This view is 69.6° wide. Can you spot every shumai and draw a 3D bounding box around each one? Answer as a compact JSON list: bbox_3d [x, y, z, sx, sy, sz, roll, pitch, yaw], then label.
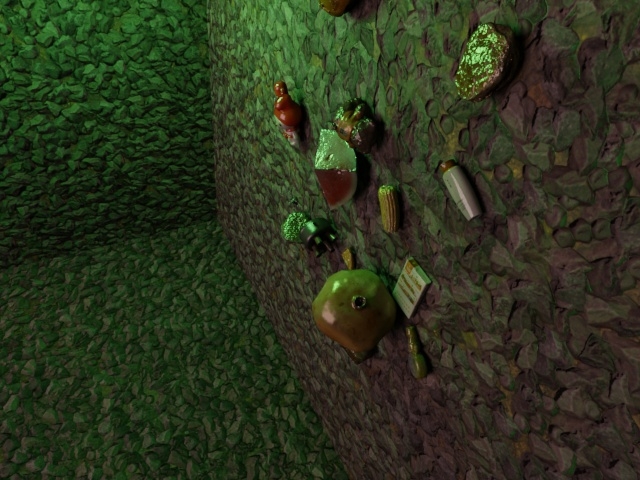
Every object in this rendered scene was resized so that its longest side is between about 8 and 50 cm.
[{"bbox_3d":[-0.117,-0.043,2.392,0.142,0.184,0.184,71,176,-73],"label":"shumai"}]

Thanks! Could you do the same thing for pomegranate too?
[{"bbox_3d":[0.133,0.275,1.811,0.332,0.332,0.332,44,143,48],"label":"pomegranate"}]

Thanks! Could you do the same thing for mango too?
[{"bbox_3d":[0.065,-0.838,1.503,0.248,0.151,0.156,168,118,-72],"label":"mango"}]

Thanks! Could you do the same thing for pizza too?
[{"bbox_3d":[0.123,0.069,2.058,0.108,0.026,0.123,36,139,59],"label":"pizza"}]

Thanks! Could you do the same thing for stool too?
[{"bbox_3d":[0.008,-0.006,2.146,0.139,0.153,0.228,53,-169,33],"label":"stool"}]

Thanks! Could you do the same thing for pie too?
[{"bbox_3d":[0.393,-0.425,1.099,0.193,0.079,0.163,154,104,-68],"label":"pie"}]

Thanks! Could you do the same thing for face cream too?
[{"bbox_3d":[0.395,-0.143,1.297,0.072,0.051,0.182,121,129,-64],"label":"face cream"}]

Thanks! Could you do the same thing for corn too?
[{"bbox_3d":[0.245,-0.111,1.631,0.085,0.063,0.165,19,124,51],"label":"corn"}]

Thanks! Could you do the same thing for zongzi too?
[{"bbox_3d":[0.161,0.371,2.033,0.274,0.145,0.300,56,144,28],"label":"zongzi"}]

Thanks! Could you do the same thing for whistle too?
[{"bbox_3d":[0.361,0.419,1.730,0.104,0.057,0.198,145,116,-81],"label":"whistle"}]

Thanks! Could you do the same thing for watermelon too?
[{"bbox_3d":[0.066,-0.270,1.812,0.256,0.176,0.260,59,175,47],"label":"watermelon"}]

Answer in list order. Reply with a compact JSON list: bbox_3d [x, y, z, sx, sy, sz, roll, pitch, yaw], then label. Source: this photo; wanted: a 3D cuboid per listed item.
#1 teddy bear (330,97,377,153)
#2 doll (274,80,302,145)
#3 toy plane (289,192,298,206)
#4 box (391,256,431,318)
[{"bbox_3d":[0.129,-0.396,1.635,0.190,0.140,0.177,43,139,36],"label":"teddy bear"},{"bbox_3d":[-0.151,-0.584,2.121,0.161,0.130,0.290,-114,7,-50],"label":"doll"},{"bbox_3d":[-0.149,-0.211,2.469,0.080,0.033,0.083,58,156,0],"label":"toy plane"},{"bbox_3d":[0.326,0.175,1.671,0.122,0.032,0.220,58,153,34],"label":"box"}]
